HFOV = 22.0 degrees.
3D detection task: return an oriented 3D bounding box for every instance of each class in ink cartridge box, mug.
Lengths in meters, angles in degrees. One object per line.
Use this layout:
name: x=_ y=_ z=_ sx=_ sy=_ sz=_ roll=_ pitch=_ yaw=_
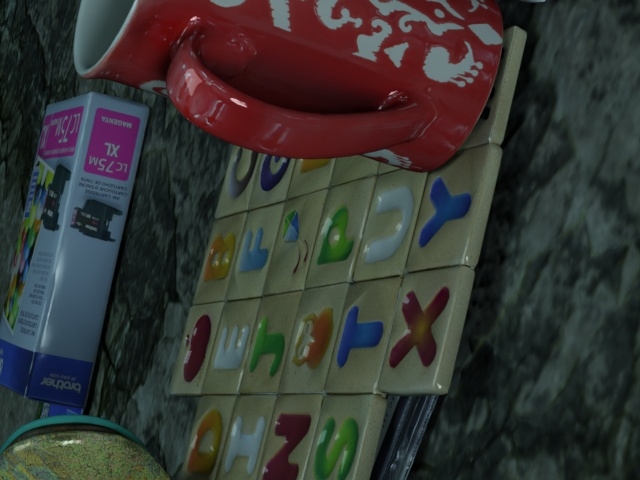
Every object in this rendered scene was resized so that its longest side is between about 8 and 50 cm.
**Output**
ink cartridge box: x=-0.227 y=0.031 z=1.432 sx=0.186 sy=0.065 sz=0.311 roll=-177 pitch=97 yaw=-69
mug: x=-0.014 y=-0.083 z=0.737 sx=0.113 sy=0.169 sz=0.150 roll=-35 pitch=42 yaw=55

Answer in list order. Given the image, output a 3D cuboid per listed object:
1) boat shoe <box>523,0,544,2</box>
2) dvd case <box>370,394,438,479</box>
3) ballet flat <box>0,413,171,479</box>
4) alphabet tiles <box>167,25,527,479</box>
boat shoe: x=0.087 y=-0.151 z=0.652 sx=0.301 sy=0.102 sz=0.108 roll=-141 pitch=66 yaw=-67
dvd case: x=0.003 y=0.080 z=0.862 sx=0.221 sy=0.018 sz=0.164 roll=-128 pitch=54 yaw=-65
ballet flat: x=-0.146 y=0.220 z=0.986 sx=0.348 sy=0.123 sz=0.123 roll=109 pitch=164 yaw=-59
alphabet tiles: x=0.000 y=0.000 z=0.876 sx=0.342 sy=0.011 sz=0.285 roll=-12 pitch=62 yaw=65
